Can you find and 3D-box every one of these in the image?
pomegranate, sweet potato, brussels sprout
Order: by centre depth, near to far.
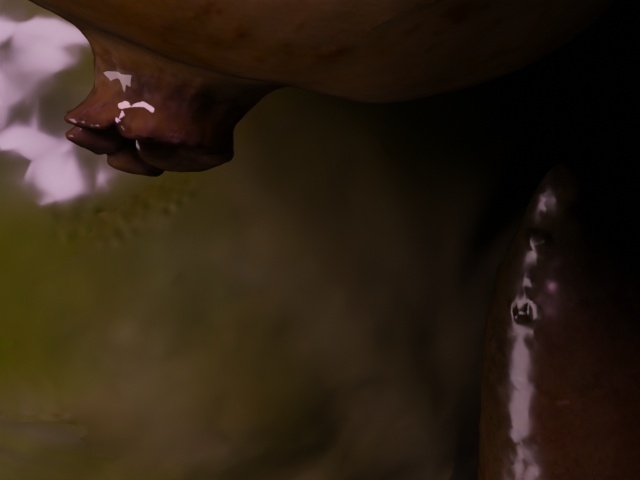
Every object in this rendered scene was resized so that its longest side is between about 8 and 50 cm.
[{"bbox_3d":[-0.010,-0.102,0.350,0.196,0.196,0.196,166,90,-86],"label":"pomegranate"},{"bbox_3d":[0.092,0.136,0.557,0.346,0.079,0.108,78,-155,-45],"label":"sweet potato"},{"bbox_3d":[-0.037,-0.015,0.624,0.344,0.268,0.344,56,-160,-33],"label":"brussels sprout"}]
